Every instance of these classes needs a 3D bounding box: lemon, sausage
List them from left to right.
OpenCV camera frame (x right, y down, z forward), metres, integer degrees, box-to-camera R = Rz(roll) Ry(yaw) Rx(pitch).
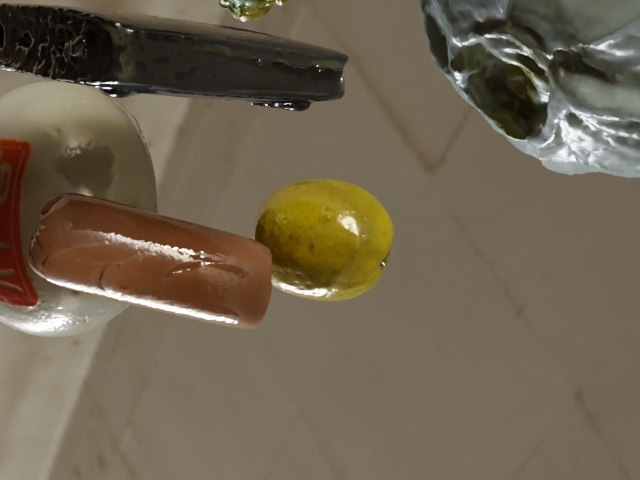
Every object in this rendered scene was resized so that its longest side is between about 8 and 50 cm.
[{"bbox_3d":[-0.213,0.025,1.812,0.121,0.304,0.121,-165,-90,-77],"label":"sausage"},{"bbox_3d":[0.000,0.000,1.933,0.207,0.170,0.170,7,-79,23],"label":"lemon"}]

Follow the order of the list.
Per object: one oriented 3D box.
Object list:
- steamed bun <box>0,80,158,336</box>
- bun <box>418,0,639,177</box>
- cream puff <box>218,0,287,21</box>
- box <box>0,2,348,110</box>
[{"bbox_3d":[-0.406,-0.045,2.043,0.374,0.241,0.374,-2,-93,48],"label":"steamed bun"},{"bbox_3d":[0.228,-0.199,1.263,0.362,0.211,0.362,33,-33,25],"label":"bun"},{"bbox_3d":[-0.108,-0.449,2.478,0.156,0.121,0.156,9,-73,30],"label":"cream puff"},{"bbox_3d":[-0.188,-0.217,1.685,0.359,0.350,0.091,18,-77,51],"label":"box"}]
